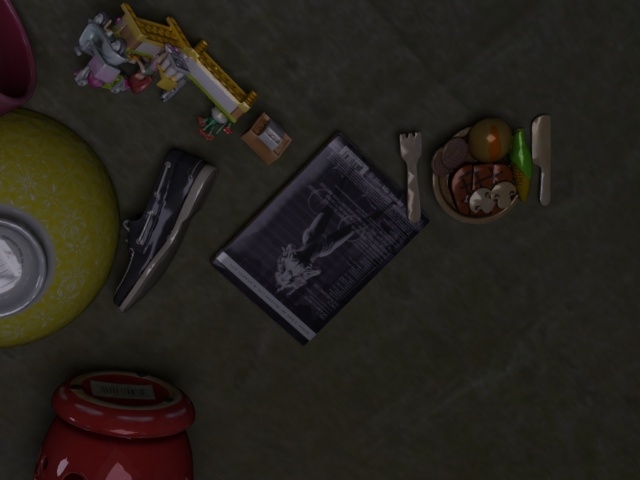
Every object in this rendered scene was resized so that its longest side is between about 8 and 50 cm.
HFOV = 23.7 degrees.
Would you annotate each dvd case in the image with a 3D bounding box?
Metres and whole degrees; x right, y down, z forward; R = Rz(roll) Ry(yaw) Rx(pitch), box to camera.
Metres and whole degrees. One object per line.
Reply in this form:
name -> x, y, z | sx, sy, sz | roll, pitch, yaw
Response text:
dvd case -> 0.000, 0.000, 1.841 | 0.221, 0.018, 0.164 | -45, 112, 5

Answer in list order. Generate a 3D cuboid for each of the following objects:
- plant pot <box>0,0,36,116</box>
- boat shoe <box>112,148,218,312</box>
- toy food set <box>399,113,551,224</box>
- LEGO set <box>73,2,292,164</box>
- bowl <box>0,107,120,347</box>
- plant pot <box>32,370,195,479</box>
plant pot -> -0.430, -0.197, 1.609 | 0.180, 0.201, 0.201 | -25, 112, 14
boat shoe -> -0.195, -0.013, 1.783 | 0.065, 0.075, 0.206 | 33, 101, 7
toy food set -> 0.194, -0.081, 1.829 | 0.192, 0.038, 0.132 | -9, 108, -12
LEGO set -> -0.170, -0.163, 1.710 | 0.107, 0.132, 0.287 | -40, 136, 22
bowl -> -0.364, 0.007, 1.701 | 0.289, 0.156, 0.290 | -3, 110, -10
plant pot -> -0.239, 0.256, 1.793 | 0.191, 0.191, 0.174 | 6, 105, -13
